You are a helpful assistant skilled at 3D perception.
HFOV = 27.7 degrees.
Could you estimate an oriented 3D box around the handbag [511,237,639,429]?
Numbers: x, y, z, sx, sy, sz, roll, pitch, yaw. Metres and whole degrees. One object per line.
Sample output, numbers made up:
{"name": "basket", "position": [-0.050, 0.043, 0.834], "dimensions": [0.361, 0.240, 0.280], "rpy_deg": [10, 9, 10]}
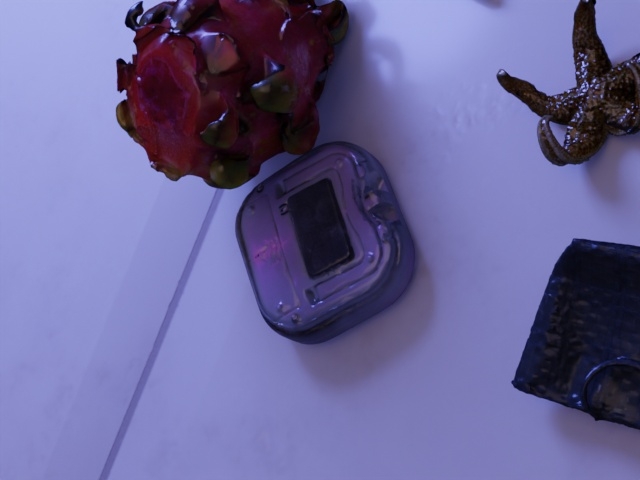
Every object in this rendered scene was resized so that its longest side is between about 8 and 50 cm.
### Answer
{"name": "handbag", "position": [0.312, 0.097, 1.198], "dimensions": [0.270, 0.088, 0.175], "rpy_deg": [13, 90, 36]}

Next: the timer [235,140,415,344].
{"name": "timer", "position": [0.000, 0.000, 1.443], "dimensions": [0.190, 0.069, 0.208], "rpy_deg": [-31, 59, 19]}

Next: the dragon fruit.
{"name": "dragon fruit", "position": [-0.088, -0.201, 1.465], "dimensions": [0.227, 0.243, 0.307], "rpy_deg": [23, 91, 19]}

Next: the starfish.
{"name": "starfish", "position": [0.280, -0.168, 1.303], "dimensions": [0.190, 0.074, 0.146], "rpy_deg": [-31, 61, 22]}
